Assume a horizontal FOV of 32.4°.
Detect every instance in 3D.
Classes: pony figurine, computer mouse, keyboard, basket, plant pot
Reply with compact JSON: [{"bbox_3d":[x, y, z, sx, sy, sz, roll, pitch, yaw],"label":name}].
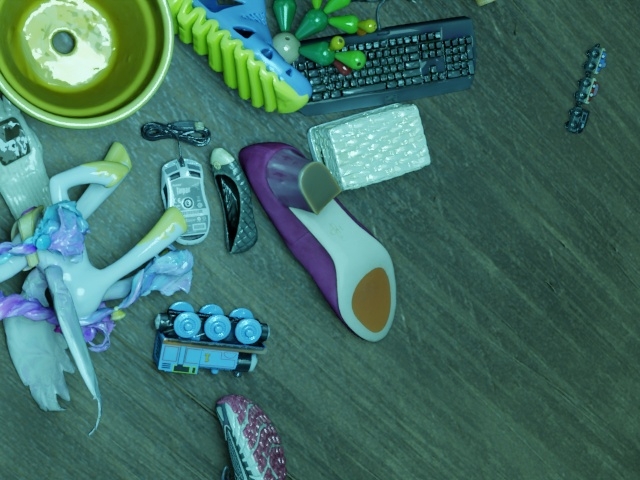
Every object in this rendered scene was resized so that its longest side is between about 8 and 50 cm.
[{"bbox_3d":[-0.357,0.066,1.571,0.363,0.303,0.350,-32,102,-32],"label":"pony figurine"},{"bbox_3d":[-0.215,-0.088,1.697,0.106,0.042,0.192,-6,91,-21],"label":"computer mouse"},{"bbox_3d":[0.100,-0.321,1.773,0.317,0.033,0.201,-12,98,-16],"label":"keyboard"},{"bbox_3d":[0.079,-0.146,1.745,0.167,0.103,0.113,-17,99,-14],"label":"basket"},{"bbox_3d":[-0.347,-0.281,1.533,0.254,0.239,0.253,-2,96,-17],"label":"plant pot"}]

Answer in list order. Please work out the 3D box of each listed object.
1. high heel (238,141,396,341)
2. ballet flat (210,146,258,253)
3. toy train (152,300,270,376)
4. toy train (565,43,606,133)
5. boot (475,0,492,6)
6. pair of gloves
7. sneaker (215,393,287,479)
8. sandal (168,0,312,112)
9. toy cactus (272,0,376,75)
[{"bbox_3d":[0.000,0.000,1.765,0.127,0.181,0.377,-37,125,-24],"label":"high heel"},{"bbox_3d":[-0.137,-0.060,1.702,0.049,0.057,0.173,-31,115,-39],"label":"ballet flat"},{"bbox_3d":[-0.172,0.157,1.717,0.184,0.080,0.105,8,102,-20],"label":"toy train"},{"bbox_3d":[0.459,-0.259,1.888,0.036,0.027,0.158,16,91,-21],"label":"toy train"},{"bbox_3d":[0.221,-0.482,1.767,0.284,0.109,0.220,-21,105,-21],"label":"boot"},{"bbox_3d":[-0.519,-0.091,1.603,0.240,0.042,0.204,-20,101,-13],"label":"pair of gloves"},{"bbox_3d":[-0.112,0.390,1.740,0.112,0.121,0.299,-16,93,16],"label":"sneaker"},{"bbox_3d":[-0.127,-0.320,1.629,0.317,0.126,0.138,43,70,4],"label":"sandal"},{"bbox_3d":[-0.025,-0.323,1.687,0.180,0.112,0.219,-41,84,13],"label":"toy cactus"}]
